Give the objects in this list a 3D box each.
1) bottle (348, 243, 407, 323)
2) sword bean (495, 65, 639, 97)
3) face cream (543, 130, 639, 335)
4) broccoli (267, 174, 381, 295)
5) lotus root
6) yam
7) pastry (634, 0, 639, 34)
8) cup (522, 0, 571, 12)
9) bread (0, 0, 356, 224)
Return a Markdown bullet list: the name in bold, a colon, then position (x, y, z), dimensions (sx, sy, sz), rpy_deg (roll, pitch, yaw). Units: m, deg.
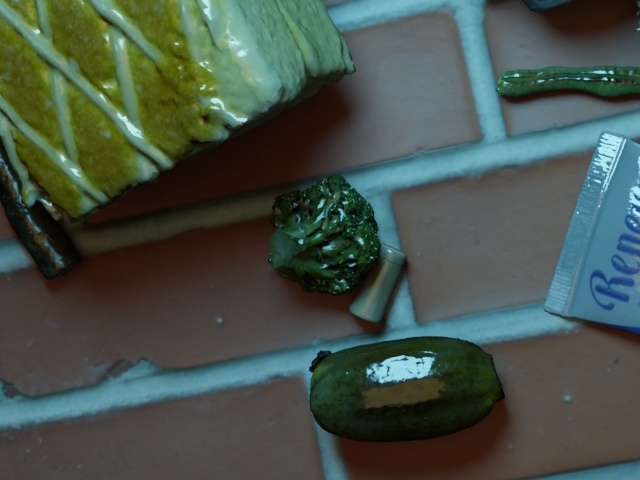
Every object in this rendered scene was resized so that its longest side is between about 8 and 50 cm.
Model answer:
- **bottle**: position (0.074, 0.054, 1.494), dimensions (0.045, 0.045, 0.096), rpy_deg (25, 93, 9)
- **sword bean**: position (0.349, -0.190, 1.441), dimensions (0.269, 0.038, 0.043), rpy_deg (2, 67, 10)
- **face cream**: position (0.497, 0.038, 1.397), dimensions (0.420, 0.137, 0.234), rpy_deg (19, 97, 21)
- **broccoli**: position (0.000, 0.000, 1.468), dimensions (0.162, 0.138, 0.145), rpy_deg (-26, 80, 48)
- **lotus root**: position (0.101, 0.182, 1.454), dimensions (0.241, 0.123, 0.123), rpy_deg (-8, 99, 13)
- **yam**: position (-0.402, -0.065, 1.572), dimensions (0.061, 0.061, 0.252), rpy_deg (-33, 85, 10)
- **pastry**: position (0.487, -0.263, 1.351), dimensions (0.275, 0.193, 0.274), rpy_deg (-9, 70, 27)
- **cup**: position (0.289, -0.424, 1.383), dimensions (0.301, 0.227, 0.257), rpy_deg (-30, 104, -19)
- **bread**: position (-0.214, -0.260, 1.385), dimensions (0.371, 0.279, 0.390), rpy_deg (-27, 88, 32)
